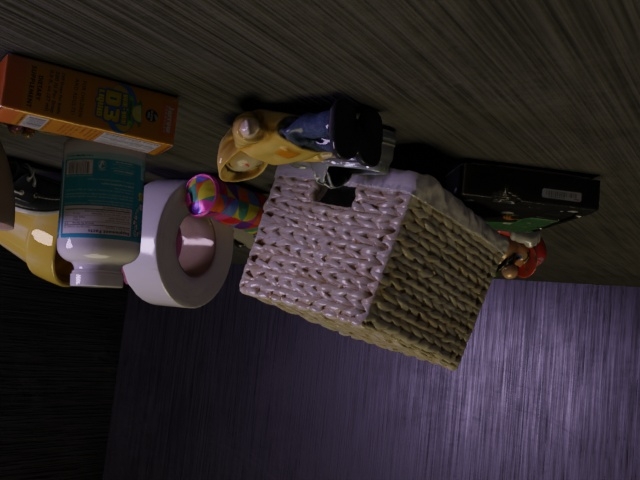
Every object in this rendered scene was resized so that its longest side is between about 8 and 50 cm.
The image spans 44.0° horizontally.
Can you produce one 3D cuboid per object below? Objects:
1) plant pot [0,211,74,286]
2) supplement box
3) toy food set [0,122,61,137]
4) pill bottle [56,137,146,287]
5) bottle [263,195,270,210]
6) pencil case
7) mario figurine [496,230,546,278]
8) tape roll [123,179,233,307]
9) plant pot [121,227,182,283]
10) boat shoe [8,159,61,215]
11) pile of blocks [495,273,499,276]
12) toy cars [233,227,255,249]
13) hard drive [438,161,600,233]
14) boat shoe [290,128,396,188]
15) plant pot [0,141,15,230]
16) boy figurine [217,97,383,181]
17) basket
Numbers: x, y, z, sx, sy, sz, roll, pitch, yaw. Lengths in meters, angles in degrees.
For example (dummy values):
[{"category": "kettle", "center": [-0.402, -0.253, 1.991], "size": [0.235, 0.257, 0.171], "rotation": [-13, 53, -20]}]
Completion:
[{"category": "plant pot", "center": [-0.682, -0.042, 1.957], "size": [0.239, 0.253, 0.254], "rotation": [21, 176, 12]}, {"category": "supplement box", "center": [-0.314, -0.180, 1.072], "size": [0.234, 0.078, 0.080], "rotation": [10, 169, -33]}, {"category": "toy food set", "center": [-0.499, -0.191, 1.374], "size": [0.122, 0.019, 0.078], "rotation": [6, 173, -1]}, {"category": "pill bottle", "center": [-0.393, -0.048, 1.420], "size": [0.146, 0.263, 0.146], "rotation": [3, 175, 0]}, {"category": "bottle", "center": [0.000, 0.000, 1.686], "size": [0.283, 0.118, 0.092], "rotation": [42, 153, 14]}, {"category": "pencil case", "center": [-0.199, -0.075, 1.734], "size": [0.105, 0.104, 0.236], "rotation": [2, 170, 28]}, {"category": "mario figurine", "center": [0.347, 0.027, 1.702], "size": [0.321, 0.170, 0.198], "rotation": [7, -174, -20]}, {"category": "tape roll", "center": [-0.309, 0.005, 1.744], "size": [0.100, 0.286, 0.286], "rotation": [2, 172, 28]}, {"category": "plant pot", "center": [-0.419, -0.019, 1.905], "size": [0.201, 0.180, 0.201], "rotation": [-25, -173, 3]}, {"category": "boat shoe", "center": [-0.675, -0.128, 1.725], "size": [0.303, 0.091, 0.114], "rotation": [6, -145, -42]}, {"category": "pile of blocks", "center": [0.360, 0.029, 1.887], "size": [0.113, 0.148, 0.362], "rotation": [1, 171, 40]}, {"category": "toy cars", "center": [-0.300, -0.059, 1.993], "size": [0.394, 0.087, 0.176], "rotation": [-1, 134, 37]}, {"category": "hard drive", "center": [0.327, -0.071, 1.448], "size": [0.237, 0.064, 0.339], "rotation": [7, 172, -4]}, {"category": "boat shoe", "center": [0.021, -0.122, 1.222], "size": [0.079, 0.081, 0.228], "rotation": [12, 171, -41]}, {"category": "plant pot", "center": [-0.628, -0.132, 1.272], "size": [0.284, 0.190, 0.284], "rotation": [6, 172, 1]}, {"category": "boy figurine", "center": [-0.056, -0.140, 1.125], "size": [0.285, 0.092, 0.177], "rotation": [-4, 171, 41]}, {"category": "basket", "center": [0.092, 0.037, 1.395], "size": [0.328, 0.266, 0.331], "rotation": [12, 168, 42]}]
